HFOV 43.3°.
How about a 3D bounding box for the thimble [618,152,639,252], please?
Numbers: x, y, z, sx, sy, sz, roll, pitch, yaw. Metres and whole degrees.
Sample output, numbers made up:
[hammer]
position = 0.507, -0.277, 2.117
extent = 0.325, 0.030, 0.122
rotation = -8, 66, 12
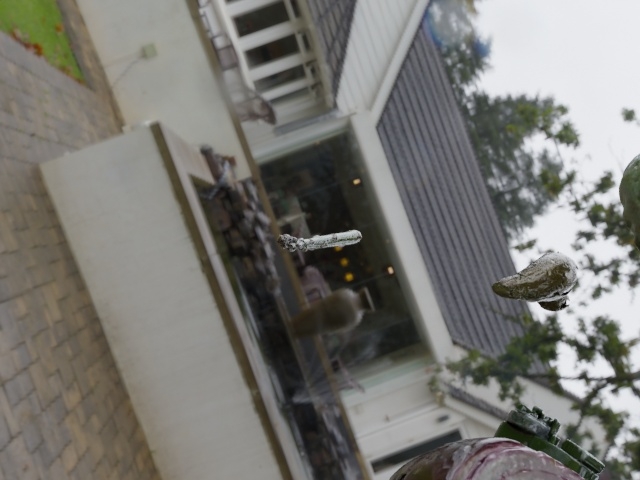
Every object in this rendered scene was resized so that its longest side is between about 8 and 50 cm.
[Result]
[thimble]
position = 0.682, -0.055, 1.406
extent = 0.195, 0.291, 0.291
rotation = -41, -116, 48

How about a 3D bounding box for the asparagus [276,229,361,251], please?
[asparagus]
position = 0.000, 0.000, 1.122
extent = 0.248, 0.024, 0.025
rotation = -5, 77, -64

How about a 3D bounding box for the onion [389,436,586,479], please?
[onion]
position = 0.168, 0.385, 0.822
extent = 0.337, 0.282, 0.260
rotation = 48, -47, 5

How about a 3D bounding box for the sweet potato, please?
[sweet potato]
position = 0.434, 0.077, 1.544
extent = 0.098, 0.124, 0.310
rotation = 50, 19, 25

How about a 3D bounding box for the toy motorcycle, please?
[toy motorcycle]
position = 0.361, 0.387, 1.277
extent = 0.127, 0.205, 0.275
rotation = 39, -12, -37
